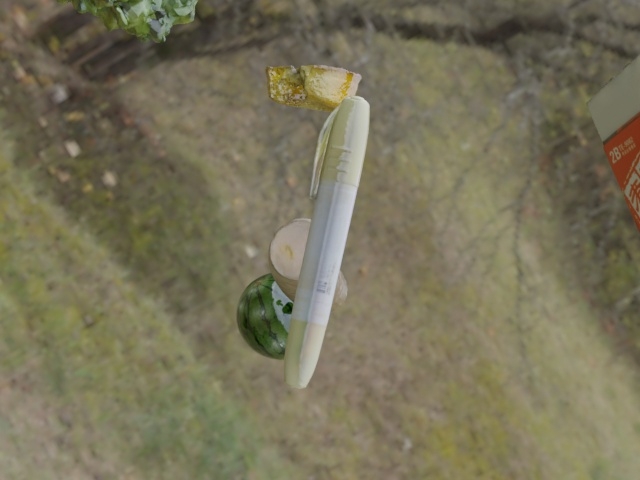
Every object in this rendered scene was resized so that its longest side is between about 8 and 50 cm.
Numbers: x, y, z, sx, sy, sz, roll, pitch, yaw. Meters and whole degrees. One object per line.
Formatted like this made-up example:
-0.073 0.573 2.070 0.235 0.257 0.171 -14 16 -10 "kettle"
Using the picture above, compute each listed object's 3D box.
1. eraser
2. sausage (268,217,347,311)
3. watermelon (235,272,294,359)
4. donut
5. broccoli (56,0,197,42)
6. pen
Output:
0.379 -0.082 1.568 0.157 0.038 0.230 130 -58 -67 "eraser"
-0.011 0.029 1.353 0.301 0.066 0.066 72 -7 -79 "sausage"
-0.043 0.088 1.584 0.109 0.109 0.109 52 20 -28 "watermelon"
-0.006 -0.166 1.565 0.097 0.108 0.043 9 87 -46 "donut"
-0.092 -0.259 1.048 0.180 0.273 0.242 34 73 -75 "broccoli"
0.000 0.000 1.116 0.032 0.040 0.233 29 73 -80 "pen"
